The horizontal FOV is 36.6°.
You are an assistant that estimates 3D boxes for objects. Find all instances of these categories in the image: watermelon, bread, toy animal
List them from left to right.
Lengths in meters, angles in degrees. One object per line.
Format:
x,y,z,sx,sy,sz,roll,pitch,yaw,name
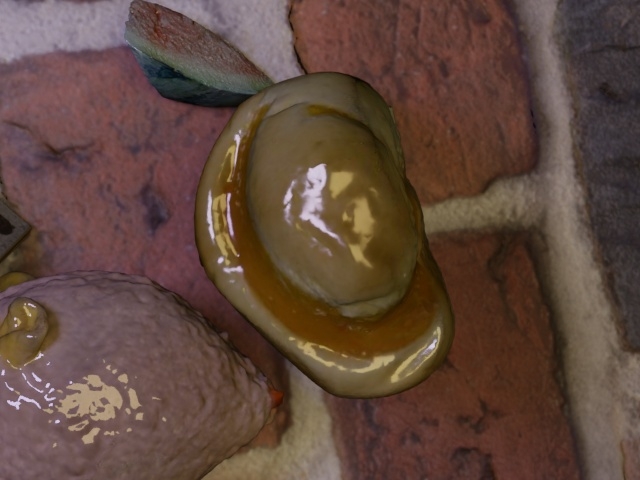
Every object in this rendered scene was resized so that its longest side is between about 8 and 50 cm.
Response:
-0.213,0.141,0.915,0.359,0.188,0.226,-4,95,-17,toy animal
-0.130,-0.185,1.013,0.180,0.081,0.094,31,64,-29,watermelon
0.000,0.000,0.913,0.210,0.341,0.300,-19,97,7,bread

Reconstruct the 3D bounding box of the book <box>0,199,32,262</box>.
-0.358,-0.013,0.887,0.138,0.198,0.016,44,114,-12,book
